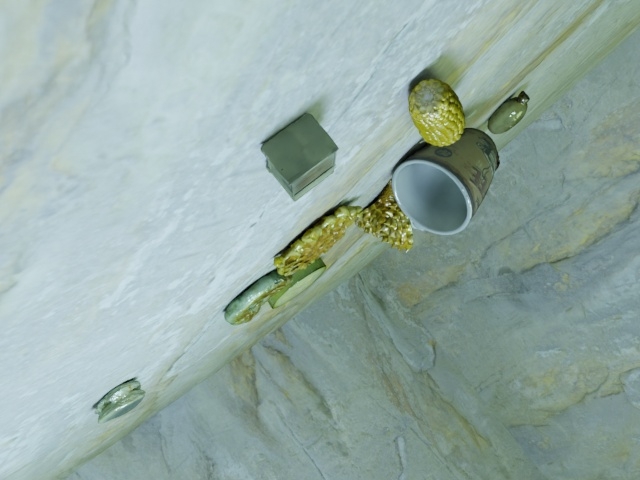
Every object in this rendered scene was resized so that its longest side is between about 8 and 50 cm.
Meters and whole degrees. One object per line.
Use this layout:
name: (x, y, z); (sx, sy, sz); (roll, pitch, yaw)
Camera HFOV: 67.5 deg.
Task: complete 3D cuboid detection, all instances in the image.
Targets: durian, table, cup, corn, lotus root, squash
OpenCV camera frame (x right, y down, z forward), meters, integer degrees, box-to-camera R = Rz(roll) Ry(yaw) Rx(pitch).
durian: (0.226, -0.053, 1.480); (0.186, 0.195, 0.305); (-30, 172, -8)
table: (-0.027, -0.104, 0.620); (0.079, 0.062, 0.083); (-37, 171, -8)
cup: (0.347, -0.152, 1.297); (0.257, 0.227, 0.301); (-41, 160, -30)
corn: (0.210, -0.225, 0.860); (0.260, 0.091, 0.091); (-10, 115, -70)
lotus root: (0.610, -0.406, 1.545); (0.090, 0.077, 0.183); (-35, 172, -23)
squash: (-0.086, 0.154, 1.750); (0.252, 0.049, 0.252); (-36, 168, -9)

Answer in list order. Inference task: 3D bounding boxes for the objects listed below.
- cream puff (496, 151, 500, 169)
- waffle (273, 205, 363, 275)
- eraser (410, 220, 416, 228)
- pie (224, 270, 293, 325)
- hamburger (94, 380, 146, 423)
cream puff: (0.487, -0.244, 1.628); (0.240, 0.164, 0.240); (-31, -175, 3)
waffle: (-0.001, -0.002, 1.268); (0.291, 0.051, 0.291); (-38, 170, -8)
eraser: (0.358, -0.135, 1.564); (0.270, 0.174, 0.094); (109, -3, -62)
pie: (-0.179, 0.165, 1.398); (0.240, 0.054, 0.240); (-38, 169, -9)
hamburger: (-0.548, 0.440, 1.311); (0.140, 0.062, 0.133); (-41, 167, 30)
